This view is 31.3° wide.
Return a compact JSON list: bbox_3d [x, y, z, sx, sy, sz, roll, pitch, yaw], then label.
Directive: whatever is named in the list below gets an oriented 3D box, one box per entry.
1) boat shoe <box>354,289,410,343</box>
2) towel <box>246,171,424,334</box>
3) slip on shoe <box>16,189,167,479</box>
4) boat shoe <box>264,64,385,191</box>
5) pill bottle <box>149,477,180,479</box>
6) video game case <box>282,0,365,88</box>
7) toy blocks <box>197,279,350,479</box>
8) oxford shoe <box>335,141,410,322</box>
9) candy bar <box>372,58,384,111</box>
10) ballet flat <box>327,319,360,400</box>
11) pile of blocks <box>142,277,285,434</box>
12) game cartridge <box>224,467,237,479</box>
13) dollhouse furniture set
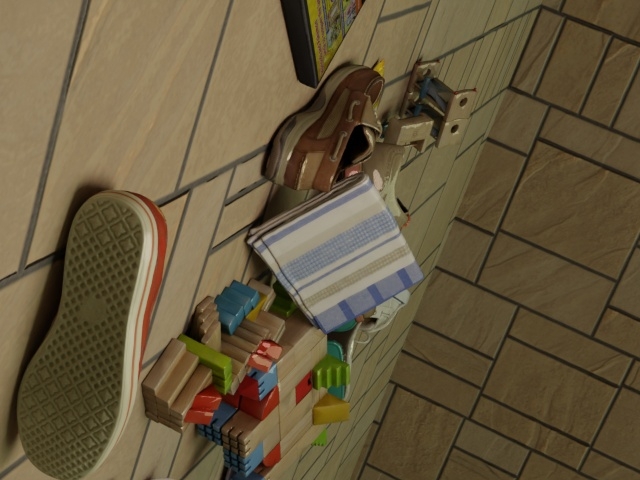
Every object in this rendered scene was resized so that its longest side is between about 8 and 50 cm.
[{"bbox_3d":[0.102,0.152,2.570,0.156,0.136,0.367,-65,164,-1],"label":"boat shoe"},{"bbox_3d":[0.031,0.025,1.799,0.209,0.034,0.285,-29,137,5],"label":"towel"},{"bbox_3d":[-0.228,0.101,1.189,0.101,0.123,0.331,-38,146,-72],"label":"slip on shoe"},{"bbox_3d":[0.033,-0.161,1.736,0.324,0.116,0.123,-52,162,-46],"label":"boat shoe"},{"bbox_3d":[-0.255,0.484,1.779,0.117,0.118,0.208,-41,154,-61],"label":"pill bottle"},{"bbox_3d":[0.027,-0.367,1.519,0.248,0.035,0.275,-62,168,-15],"label":"video game case"},{"bbox_3d":[-0.100,0.285,1.960,0.261,0.191,0.381,-42,145,-40],"label":"toy blocks"},{"bbox_3d":[0.098,-0.009,2.029,0.123,0.130,0.348,-106,-167,-60],"label":"oxford shoe"},{"bbox_3d":[0.093,-0.251,2.036,0.040,0.018,0.161,-51,162,-37],"label":"candy bar"},{"bbox_3d":[0.017,0.156,2.271,0.139,0.139,0.400,-49,152,-51],"label":"ballet flat"},{"bbox_3d":[-0.126,0.155,1.697,0.362,0.113,0.149,-48,159,-54],"label":"pile of blocks"},{"bbox_3d":[-0.142,0.470,2.357,0.230,0.068,0.355,-52,162,-58],"label":"game cartridge"},{"bbox_3d":[0.188,-0.263,2.252,0.184,0.129,0.129,-14,134,-35],"label":"dollhouse furniture set"}]
